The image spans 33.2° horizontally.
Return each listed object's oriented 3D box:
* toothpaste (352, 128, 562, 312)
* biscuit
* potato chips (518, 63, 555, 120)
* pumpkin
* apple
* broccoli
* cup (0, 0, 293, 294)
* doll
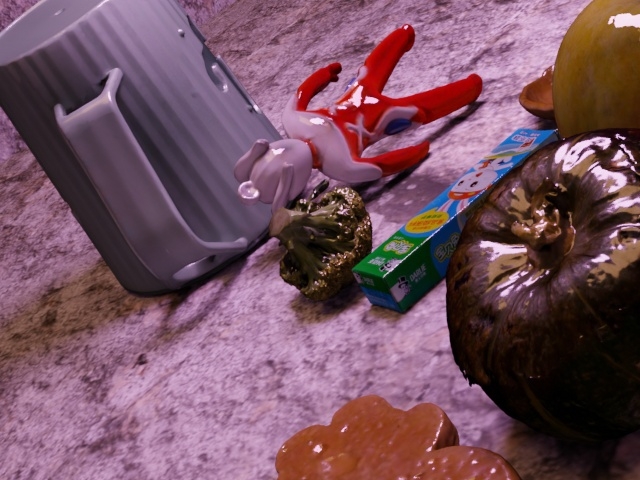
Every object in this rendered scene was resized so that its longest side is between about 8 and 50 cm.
[{"bbox_3d":[0.154,-0.026,1.137,0.267,0.050,0.065,-39,26,-20],"label":"toothpaste"},{"bbox_3d":[0.042,0.206,0.785,0.202,0.044,0.289,-32,20,-7],"label":"biscuit"},{"bbox_3d":[0.317,-0.172,1.251,0.150,0.049,0.202,-36,21,-24],"label":"potato chips"},{"bbox_3d":[0.191,0.027,0.782,0.238,0.159,0.238,-40,27,25],"label":"pumpkin"},{"bbox_3d":[0.339,-0.150,0.983,0.261,0.194,0.260,-19,25,9],"label":"apple"},{"bbox_3d":[0.000,0.000,1.183,0.131,0.120,0.130,-60,36,12],"label":"broccoli"},{"bbox_3d":[-0.220,-0.144,1.430,0.310,0.392,0.401,-44,30,-17],"label":"cup"},{"bbox_3d":[0.040,-0.150,1.399,0.384,0.099,0.188,-34,66,-31],"label":"doll"}]
